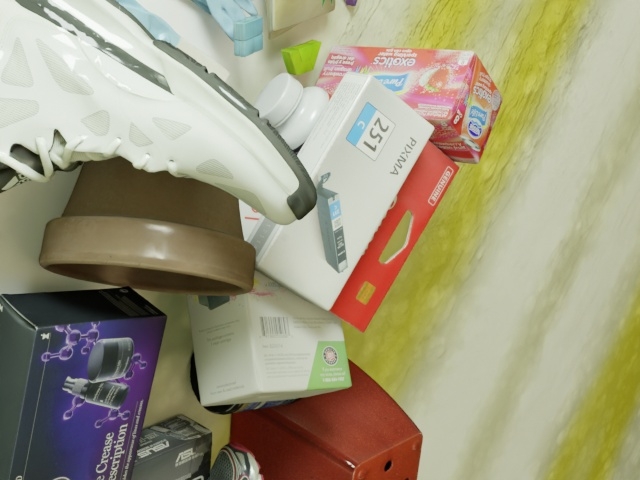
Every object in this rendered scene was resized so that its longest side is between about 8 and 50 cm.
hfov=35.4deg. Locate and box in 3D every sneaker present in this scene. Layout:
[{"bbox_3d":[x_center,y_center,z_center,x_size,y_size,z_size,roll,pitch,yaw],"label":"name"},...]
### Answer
[{"bbox_3d":[-0.237,-0.105,1.089,0.257,0.448,0.169,-52,180,-4],"label":"sneaker"},{"bbox_3d":[-0.174,0.439,1.463,0.112,0.121,0.299,26,80,-31],"label":"sneaker"}]

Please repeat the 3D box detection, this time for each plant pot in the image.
[{"bbox_3d":[-0.202,-0.060,1.250,0.263,0.263,0.229,19,73,-52],"label":"plant pot"},{"bbox_3d":[0.021,0.380,1.692,0.267,0.236,0.267,-15,118,-46],"label":"plant pot"}]

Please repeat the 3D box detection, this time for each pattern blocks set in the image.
[{"bbox_3d":[-0.026,-0.376,1.412,0.325,0.026,0.285,-24,125,-57],"label":"pattern blocks set"}]

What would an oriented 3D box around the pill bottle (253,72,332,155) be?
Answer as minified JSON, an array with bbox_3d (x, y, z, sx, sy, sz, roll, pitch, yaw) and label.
[{"bbox_3d":[-0.001,-0.155,1.455,0.193,0.108,0.108,35,78,-28],"label":"pill bottle"}]

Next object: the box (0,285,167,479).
[{"bbox_3d":[-0.313,0.197,1.240,0.184,0.103,0.261,-1,112,-42],"label":"box"}]

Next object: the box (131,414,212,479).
[{"bbox_3d":[-0.298,0.417,1.458,0.308,0.077,0.242,-14,117,-46],"label":"box"}]

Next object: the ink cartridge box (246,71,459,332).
[{"bbox_3d":[0.064,-0.039,1.386,0.261,0.066,0.296,34,84,-35],"label":"ink cartridge box"}]

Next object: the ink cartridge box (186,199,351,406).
[{"bbox_3d":[-0.086,0.049,1.440,0.207,0.119,0.353,7,70,-51],"label":"ink cartridge box"}]

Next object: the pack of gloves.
[{"bbox_3d":[-0.194,-0.298,1.294,0.232,0.046,0.195,38,76,-40],"label":"pack of gloves"}]

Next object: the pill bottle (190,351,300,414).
[{"bbox_3d":[-0.087,0.201,1.572,0.219,0.123,0.122,2,105,-50],"label":"pill bottle"}]

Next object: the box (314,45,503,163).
[{"bbox_3d":[0.126,-0.208,1.520,0.128,0.257,0.122,45,63,-50],"label":"box"}]
